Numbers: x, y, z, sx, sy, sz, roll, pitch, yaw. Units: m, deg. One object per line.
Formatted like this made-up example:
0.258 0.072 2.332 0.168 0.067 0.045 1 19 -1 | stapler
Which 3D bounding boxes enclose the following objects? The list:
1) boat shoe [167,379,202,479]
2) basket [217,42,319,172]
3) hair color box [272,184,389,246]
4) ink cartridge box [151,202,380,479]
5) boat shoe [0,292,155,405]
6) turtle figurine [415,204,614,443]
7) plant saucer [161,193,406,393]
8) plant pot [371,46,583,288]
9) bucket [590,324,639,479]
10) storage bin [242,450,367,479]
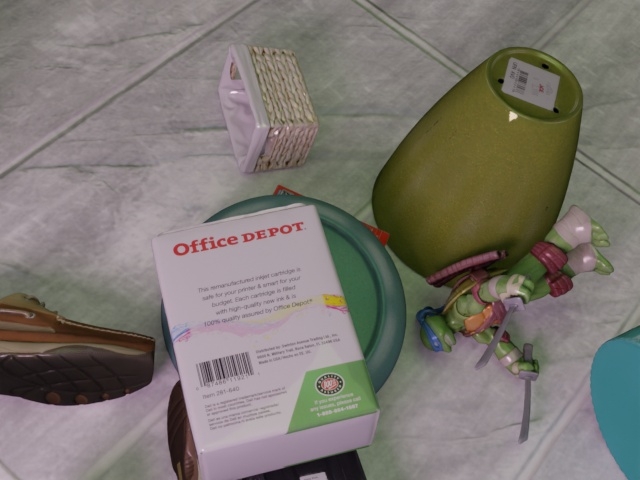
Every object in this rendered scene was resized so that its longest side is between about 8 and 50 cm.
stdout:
-0.136 0.256 1.277 0.072 0.068 0.189 4 63 -28 | boat shoe
-0.077 -0.196 1.582 0.103 0.113 0.167 -5 57 -22 | basket
0.000 0.000 1.475 0.167 0.093 0.053 25 53 3 | hair color box
-0.069 0.115 1.243 0.202 0.117 0.278 -12 60 -10 | ink cartridge box
-0.359 0.116 1.272 0.324 0.122 0.119 4 51 -14 | boat shoe
0.282 0.101 1.403 0.266 0.275 0.197 -38 114 -5 | turtle figurine
-0.044 0.084 1.369 0.318 0.043 0.317 1 72 -5 | plant saucer
0.242 -0.119 1.505 0.275 0.293 0.274 8 54 -11 | plant pot
0.488 0.209 1.362 0.183 0.281 0.281 -19 62 -17 | bucket
-0.014 0.300 1.261 0.122 0.084 0.180 -7 57 -21 | storage bin
